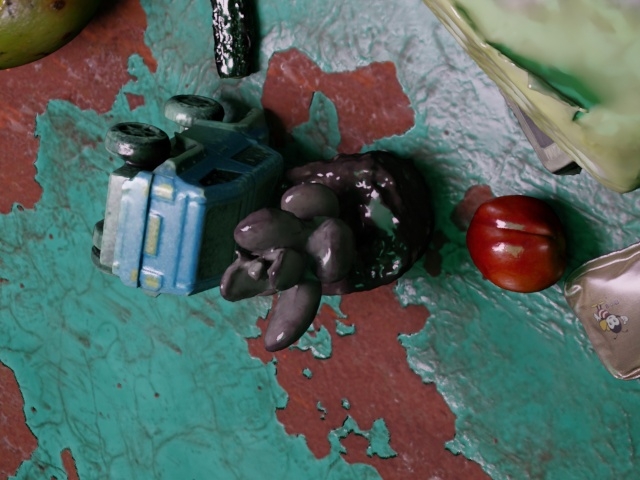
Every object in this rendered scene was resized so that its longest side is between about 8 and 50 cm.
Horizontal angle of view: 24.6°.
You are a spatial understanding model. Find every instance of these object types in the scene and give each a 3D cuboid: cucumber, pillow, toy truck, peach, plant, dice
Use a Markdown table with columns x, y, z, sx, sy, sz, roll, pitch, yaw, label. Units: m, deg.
| x | y | z | sx | sy | sz | roll | pitch | yaw | label |
| --- | --- | --- | --- | --- | --- | --- | --- | --- | --- |
| -0.102 | -0.301 | 1.573 | 0.044 | 0.043 | 0.256 | 0 | 102 | 27 | cucumber |
| 0.338 | 0.043 | 1.392 | 0.217 | 0.033 | 0.130 | -30 | 87 | 34 | pillow |
| -0.130 | -0.046 | 1.517 | 0.156 | 0.279 | 0.155 | 16 | 111 | 14 | toy truck |
| 0.190 | 0.005 | 1.440 | 0.101 | 0.101 | 0.100 | 9 | 107 | 30 | peach |
| 0.000 | -0.002 | 1.452 | 0.149 | 0.274 | 0.146 | -22 | 96 | 35 | plant |
| 0.230 | -0.202 | 1.097 | 0.250 | 0.254 | 0.252 | -45 | 85 | 7 | dice |

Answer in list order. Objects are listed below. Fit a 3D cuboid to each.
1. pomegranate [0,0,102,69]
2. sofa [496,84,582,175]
| x | y | z | sx | sy | sz | roll | pitch | yaw | label |
| --- | --- | --- | --- | --- | --- | --- | --- | --- | --- |
| -0.354 | -0.349 | 1.635 | 0.310 | 0.216 | 0.358 | 5 | 75 | 32 | pomegranate |
| 0.267 | -0.197 | 1.346 | 0.210 | 0.176 | 0.225 | 59 | 153 | 6 | sofa |
